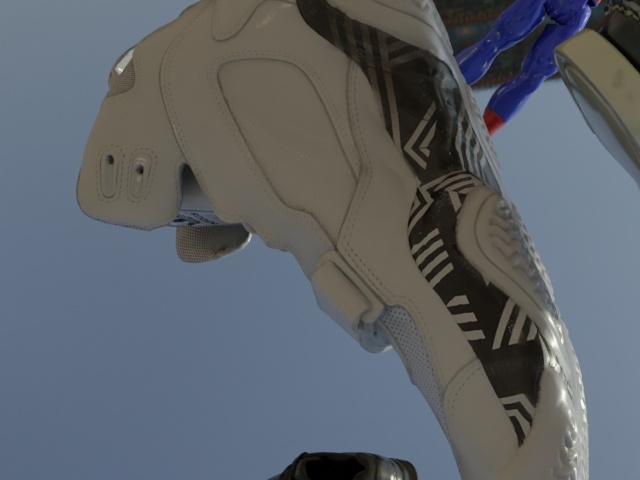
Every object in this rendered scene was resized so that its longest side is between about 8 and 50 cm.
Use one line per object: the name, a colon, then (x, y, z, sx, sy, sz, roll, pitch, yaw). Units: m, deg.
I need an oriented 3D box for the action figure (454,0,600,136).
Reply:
action figure: (0.179, -0.167, 0.669, 0.280, 0.091, 0.139, -50, -172, 1)

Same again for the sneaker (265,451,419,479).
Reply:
sneaker: (-0.015, 0.334, 1.255, 0.286, 0.130, 0.109, -25, -132, 28)

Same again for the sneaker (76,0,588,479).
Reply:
sneaker: (0.000, 0.000, 0.512, 0.210, 0.137, 0.365, -23, -111, 14)

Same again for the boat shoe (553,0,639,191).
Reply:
boat shoe: (0.185, -0.030, 0.422, 0.079, 0.254, 0.095, -36, -135, 13)
